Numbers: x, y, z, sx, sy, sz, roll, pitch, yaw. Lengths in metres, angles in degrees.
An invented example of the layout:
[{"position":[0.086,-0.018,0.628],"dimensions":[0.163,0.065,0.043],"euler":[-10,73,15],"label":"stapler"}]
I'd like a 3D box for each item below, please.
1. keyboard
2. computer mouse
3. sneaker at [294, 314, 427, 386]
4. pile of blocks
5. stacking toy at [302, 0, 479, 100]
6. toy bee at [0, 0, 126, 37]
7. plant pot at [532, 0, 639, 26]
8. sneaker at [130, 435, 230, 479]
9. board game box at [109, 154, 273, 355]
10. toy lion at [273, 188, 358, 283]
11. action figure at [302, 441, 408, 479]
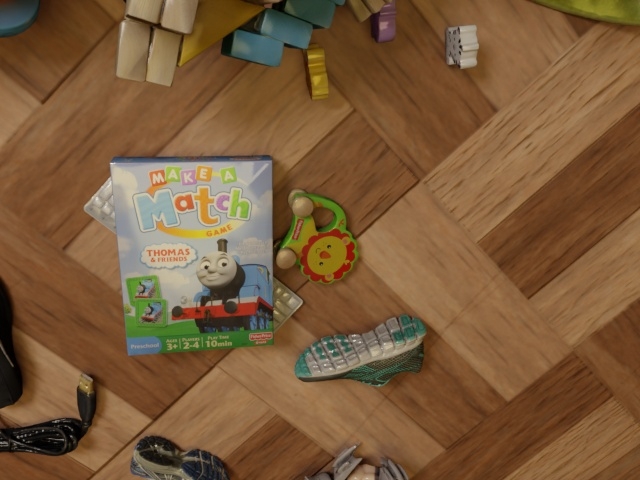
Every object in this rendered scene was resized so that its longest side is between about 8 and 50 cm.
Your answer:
[{"position":[-0.134,0.019,0.635],"dimensions":[0.256,0.014,0.072],"euler":[41,101,-21],"label":"keyboard"},{"position":[-0.351,0.150,0.633],"dimensions":[0.184,0.060,0.261],"euler":[3,112,-8],"label":"computer mouse"},{"position":[0.053,0.151,0.691],"dimensions":[0.167,0.065,0.076],"euler":[-14,117,0],"label":"sneaker"},{"position":[0.004,-0.220,0.425],"dimensions":[0.362,0.112,0.149],"euler":[-41,118,-3],"label":"pile of blocks"},{"position":[0.055,-0.254,0.529],"dimensions":[0.167,0.052,0.221],"euler":[-10,112,-4],"label":"stacking toy"},{"position":[-0.257,-0.248,0.450],"dimensions":[0.195,0.298,0.162],"euler":[-15,86,35],"label":"toy bee"},{"position":[0.294,-0.333,0.435],"dimensions":[0.276,0.276,0.253],"euler":[12,99,-12],"label":"plant pot"},{"position":[-0.180,0.299,0.729],"dimensions":[0.135,0.052,0.058],"euler":[30,115,-10],"label":"sneaker"},{"position":[-0.131,0.016,0.608],"dimensions":[0.160,0.039,0.211],"euler":[-3,108,-10],"label":"board game box"},{"position":[0.000,0.000,0.639],"dimensions":[0.096,0.034,0.100],"euler":[11,110,-20],"label":"toy lion"},{"position":[0.087,0.385,0.772],"dimensions":[0.285,0.099,0.185],"euler":[29,115,-13],"label":"action figure"}]
